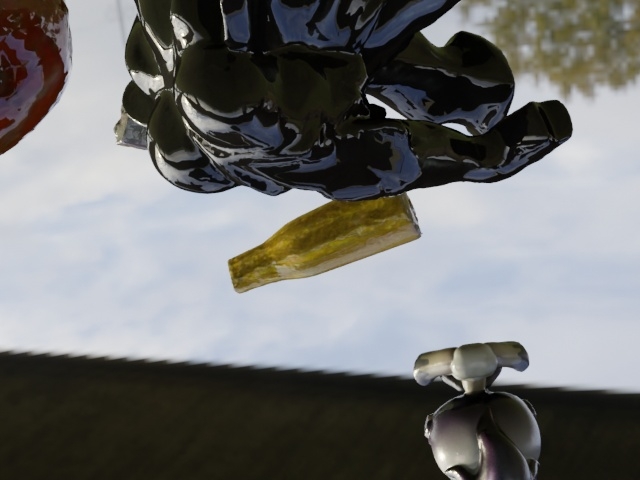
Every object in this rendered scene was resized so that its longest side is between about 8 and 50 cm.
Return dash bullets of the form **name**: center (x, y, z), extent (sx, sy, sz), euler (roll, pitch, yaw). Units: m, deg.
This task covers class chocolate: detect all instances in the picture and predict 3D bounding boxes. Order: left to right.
- **chocolate**: center (0.000, 0.000, 1.641), extent (0.219, 0.085, 0.085), euler (-22, -163, 7)

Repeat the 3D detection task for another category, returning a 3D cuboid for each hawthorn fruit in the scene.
- **hawthorn fruit**: center (-0.348, -0.195, 1.335), extent (0.300, 0.275, 0.275), euler (-31, -161, 4)

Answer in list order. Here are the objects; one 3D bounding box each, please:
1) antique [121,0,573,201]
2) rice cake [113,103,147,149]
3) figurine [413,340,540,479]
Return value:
- **antique**: center (-0.006, -0.170, 0.898), extent (0.255, 0.322, 0.185), euler (-13, 166, -31)
- **rice cake**: center (-0.067, -0.077, 1.231), extent (0.207, 0.047, 0.036), euler (10, -169, -22)
- **figurine**: center (0.204, 0.229, 1.808), extent (0.145, 0.222, 0.145), euler (-10, 167, -2)
